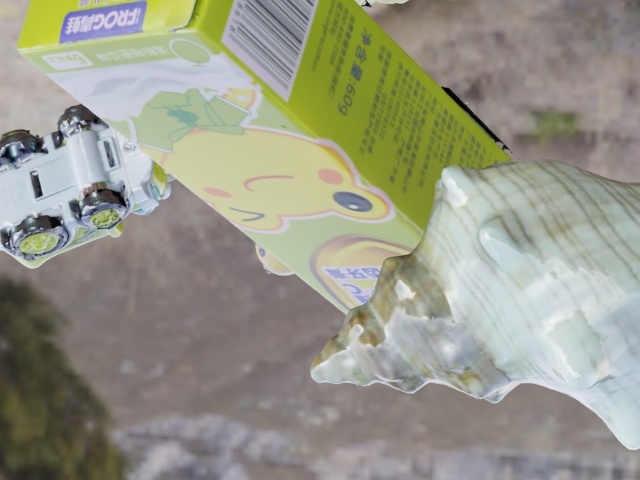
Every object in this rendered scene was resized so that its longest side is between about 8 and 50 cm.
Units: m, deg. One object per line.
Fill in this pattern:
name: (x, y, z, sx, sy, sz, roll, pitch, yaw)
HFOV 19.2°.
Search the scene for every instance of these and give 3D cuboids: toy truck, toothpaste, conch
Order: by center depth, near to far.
conch: (0.113, 0.030, 0.778, 0.234, 0.114, 0.137, 1, 144, 0)
toothpaste: (0.005, -0.043, 0.906, 0.110, 0.077, 0.327, -4, 150, 37)
toy truck: (-0.136, -0.027, 1.095, 0.111, 0.076, 0.077, -20, 152, 8)

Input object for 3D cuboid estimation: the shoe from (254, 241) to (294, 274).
shoe: (0.003, 0.002, 1.555, 0.109, 0.072, 0.069, -14, 136, -21)

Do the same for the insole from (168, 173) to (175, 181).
insole: (-0.145, -0.156, 1.604, 0.081, 0.248, 0.011, -26, -143, -33)

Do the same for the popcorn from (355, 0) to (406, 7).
popcorn: (0.004, -0.280, 1.414, 0.235, 0.242, 0.250, -15, -176, -23)
